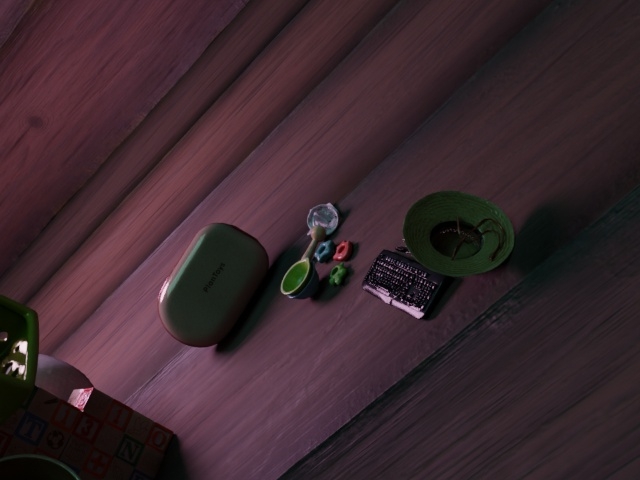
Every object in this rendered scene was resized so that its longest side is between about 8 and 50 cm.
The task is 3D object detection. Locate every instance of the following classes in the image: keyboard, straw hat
[{"bbox_3d":[0.116,0.043,1.305,0.100,0.038,0.192,-56,26,-5],"label":"keyboard"},{"bbox_3d":[0.177,0.007,1.205,0.061,0.144,0.145,90,-163,-56],"label":"straw hat"}]

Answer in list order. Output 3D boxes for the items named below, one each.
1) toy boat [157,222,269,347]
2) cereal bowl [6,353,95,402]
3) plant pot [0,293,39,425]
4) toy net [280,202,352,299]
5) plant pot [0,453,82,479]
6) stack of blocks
[{"bbox_3d":[-0.198,0.088,1.699,0.231,0.151,0.151,-58,-5,-11],"label":"toy boat"},{"bbox_3d":[-0.499,0.381,1.649,0.141,0.339,0.339,8,59,24],"label":"cereal bowl"},{"bbox_3d":[-0.581,0.195,1.396,0.207,0.228,0.227,-52,27,15],"label":"plant pot"},{"bbox_3d":[0.000,0.000,1.544,0.122,0.045,0.232,-35,31,34],"label":"toy net"},{"bbox_3d":[-0.443,0.492,1.424,0.254,0.237,0.237,88,-164,-54],"label":"plant pot"},{"bbox_3d":[-0.415,0.333,1.536,0.087,0.297,0.171,-17,44,52],"label":"stack of blocks"}]
